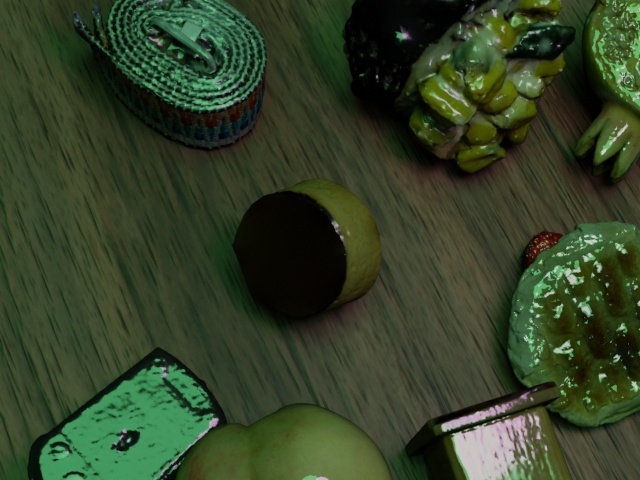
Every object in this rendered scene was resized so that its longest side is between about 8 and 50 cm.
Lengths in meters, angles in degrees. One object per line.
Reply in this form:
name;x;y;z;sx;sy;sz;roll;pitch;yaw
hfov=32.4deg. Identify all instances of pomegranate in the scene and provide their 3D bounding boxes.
pomegranate;0.542;-0.251;1.757;0.310;0.216;0.358;37;99;10

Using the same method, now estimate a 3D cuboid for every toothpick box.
toothpick box;0.261;0.375;1.468;0.187;0.190;0.308;-14;73;-13

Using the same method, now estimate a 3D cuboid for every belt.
belt;-0.217;-0.288;1.711;0.295;0.160;0.207;40;69;11

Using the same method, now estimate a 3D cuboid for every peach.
peach;-0.043;0.356;1.404;0.292;0.247;0.292;4;57;-6

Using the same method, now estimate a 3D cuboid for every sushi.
sushi;0.232;-0.297;1.677;0.328;0.329;0.285;-31;68;-22

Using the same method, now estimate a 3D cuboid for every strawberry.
strawberry;0.351;0.031;1.676;0.096;0.083;0.083;23;66;-8

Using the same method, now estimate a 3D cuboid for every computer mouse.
computer mouse;-0.261;0.281;1.496;0.269;0.100;0.170;-38;79;-24

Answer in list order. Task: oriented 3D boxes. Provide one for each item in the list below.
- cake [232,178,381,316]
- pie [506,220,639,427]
cake;0.000;0.000;1.613;0.207;0.185;0.178;14;21;23
pie;0.410;0.126;1.606;0.306;0.071;0.306;0;88;-8
